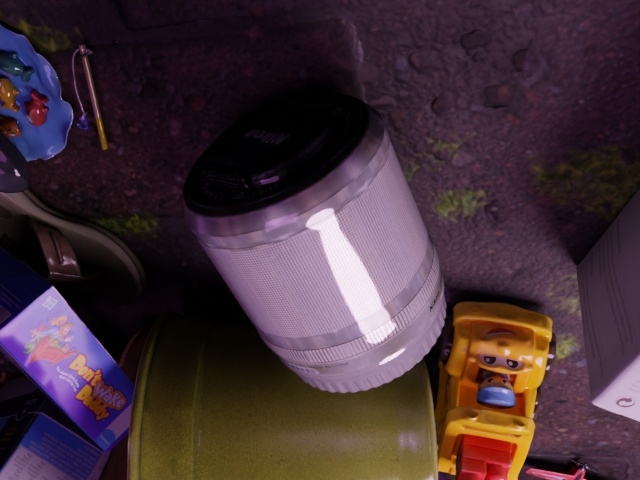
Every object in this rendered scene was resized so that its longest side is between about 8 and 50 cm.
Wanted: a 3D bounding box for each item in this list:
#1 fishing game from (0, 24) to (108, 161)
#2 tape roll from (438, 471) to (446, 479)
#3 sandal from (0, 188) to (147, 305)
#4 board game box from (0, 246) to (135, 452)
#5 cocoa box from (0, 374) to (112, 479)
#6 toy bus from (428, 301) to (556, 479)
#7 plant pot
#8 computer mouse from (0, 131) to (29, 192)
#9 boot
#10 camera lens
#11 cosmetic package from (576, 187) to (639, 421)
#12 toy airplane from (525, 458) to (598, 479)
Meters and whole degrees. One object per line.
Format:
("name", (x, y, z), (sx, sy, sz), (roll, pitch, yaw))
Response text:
("fishing game", (-0.384, -0.166, 0.825), (0.264, 0.041, 0.189), (11, 130, 5))
("tape roll", (0.094, 0.467, 1.123), (0.275, 0.090, 0.275), (-14, 124, -21))
("sandal", (-0.377, 0.009, 0.938), (0.303, 0.086, 0.120), (34, 130, -22))
("board game box", (-0.390, 0.104, 0.908), (0.347, 0.078, 0.233), (23, 147, 41))
("cocoa box", (-0.421, 0.357, 1.106), (0.231, 0.228, 0.347), (42, 142, -22))
("toy bus", (0.211, 0.218, 0.896), (0.149, 0.211, 0.220), (10, 130, 8))
("plant pot", (-0.030, 0.275, 0.940), (0.353, 0.366, 0.366), (-1, 130, 2))
("computer mouse", (-0.441, -0.141, 0.819), (0.071, 0.041, 0.242), (-22, 121, 40))
("boot", (-0.238, 0.256, 0.980), (0.112, 0.305, 0.115), (17, 152, -24))
("camera lens", (0.000, 0.000, 0.751), (0.219, 0.219, 0.274), (-12, 126, 23))
("cosmetic package", (0.407, -0.007, 0.651), (0.156, 0.217, 0.385), (21, 134, -4))
("toy airplane", (0.395, 0.392, 1.122), (0.151, 0.028, 0.151), (8, 132, 9))
